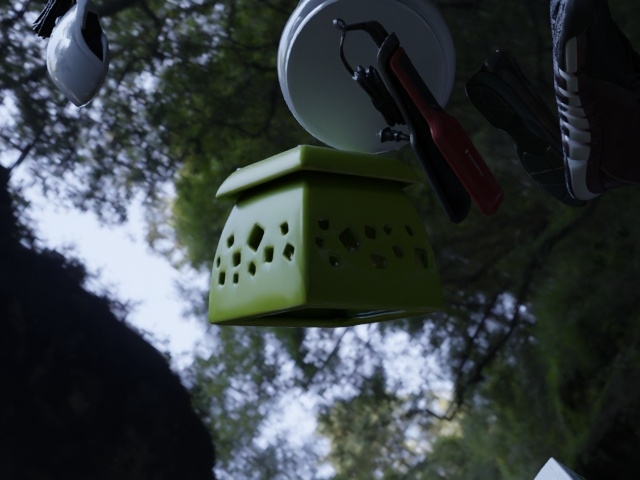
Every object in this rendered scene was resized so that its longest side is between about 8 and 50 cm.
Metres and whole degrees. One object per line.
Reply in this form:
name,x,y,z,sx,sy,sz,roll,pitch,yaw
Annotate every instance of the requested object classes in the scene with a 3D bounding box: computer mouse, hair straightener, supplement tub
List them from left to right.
computer mouse,-0.246,-0.206,1.117,0.042,0.193,0.106,22,-60,-35
supplement tub,0.065,-0.257,1.593,0.331,0.241,0.241,-81,6,-72
hair straightener,0.074,-0.109,1.057,0.230,0.089,0.047,51,-130,-18

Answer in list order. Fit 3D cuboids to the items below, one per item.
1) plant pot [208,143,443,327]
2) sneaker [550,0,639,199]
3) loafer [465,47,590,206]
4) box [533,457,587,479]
plant pot,0.000,0.000,1.467,0.227,0.228,0.207,4,-103,-37
sneaker,0.286,-0.141,0.988,0.281,0.163,0.106,63,-154,-58
loafer,0.316,-0.160,1.624,0.267,0.096,0.084,45,-114,-25
box,0.365,0.402,1.711,0.087,0.101,0.102,33,-84,-17
